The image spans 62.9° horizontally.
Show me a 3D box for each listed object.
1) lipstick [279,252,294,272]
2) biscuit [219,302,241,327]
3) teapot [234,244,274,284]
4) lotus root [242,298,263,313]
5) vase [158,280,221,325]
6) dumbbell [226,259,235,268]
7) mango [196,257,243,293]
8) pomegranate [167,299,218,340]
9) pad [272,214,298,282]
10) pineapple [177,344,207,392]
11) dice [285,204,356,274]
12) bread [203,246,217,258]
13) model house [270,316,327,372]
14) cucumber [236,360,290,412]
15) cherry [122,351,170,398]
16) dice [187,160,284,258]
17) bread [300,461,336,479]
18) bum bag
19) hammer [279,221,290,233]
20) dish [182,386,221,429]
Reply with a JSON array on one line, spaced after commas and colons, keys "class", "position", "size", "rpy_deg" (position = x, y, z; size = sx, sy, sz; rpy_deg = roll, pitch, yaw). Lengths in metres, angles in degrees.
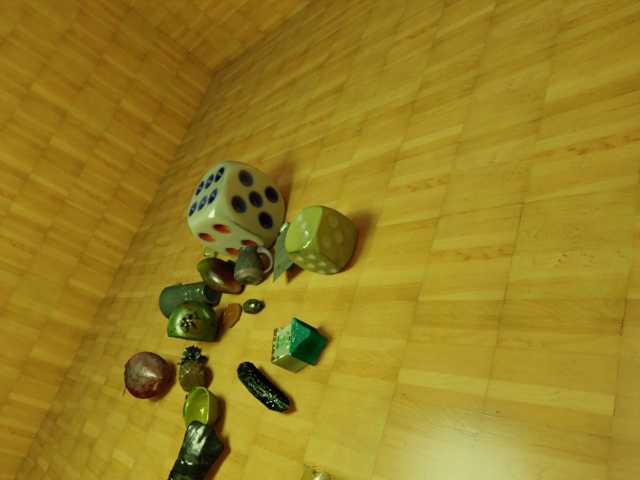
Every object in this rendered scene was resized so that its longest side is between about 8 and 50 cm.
[{"class": "lipstick", "position": [-0.092, 0.035, 1.882], "size": [0.048, 0.048, 0.158], "rpy_deg": [15, 75, 58]}, {"class": "biscuit", "position": [-0.349, 0.291, 2.040], "size": [0.130, 0.019, 0.102], "rpy_deg": [-1, 62, 54]}, {"class": "teapot", "position": [-0.260, 0.082, 1.991], "size": [0.148, 0.116, 0.146], "rpy_deg": [-26, 56, 32]}, {"class": "lotus root", "position": [-0.248, 0.240, 1.917], "size": [0.099, 0.049, 0.054], "rpy_deg": [-13, 51, 42]}, {"class": "vase", "position": [-0.561, 0.260, 2.253], "size": [0.301, 0.156, 0.251], "rpy_deg": [-19, 44, 38]}, {"class": "dumbbell", "position": [-0.409, 0.137, 2.235], "size": [0.118, 0.046, 0.052], "rpy_deg": [-50, 26, 11]}, {"class": "mango", "position": [-0.418, 0.138, 2.128], "size": [0.133, 0.111, 0.267], "rpy_deg": [-28, 39, -34]}, {"class": "pomegranate", "position": [-0.502, 0.305, 2.020], "size": [0.190, 0.241, 0.159], "rpy_deg": [-1, 76, 22]}, {"class": "pad", "position": [-0.122, 0.021, 1.889], "size": [0.159, 0.009, 0.265], "rpy_deg": [-46, 25, 28]}, {"class": "pineapple", "position": [-0.493, 0.482, 1.998], "size": [0.119, 0.111, 0.237], "rpy_deg": [-25, 22, -7]}, {"class": "dice", "position": [0.000, 0.000, 1.669], "size": [0.166, 0.169, 0.169], "rpy_deg": [-14, 52, 50]}, {"class": "bread", "position": [-0.507, 0.032, 2.462], "size": [0.072, 0.053, 0.106], "rpy_deg": [-5, 58, 25]}, {"class": "model house", "position": [-0.062, 0.306, 1.554], "size": [0.149, 0.100, 0.127], "rpy_deg": [-31, 40, 33]}, {"class": "cucumber", "position": [-0.176, 0.453, 1.604], "size": [0.300, 0.072, 0.072], "rpy_deg": [18, 78, 58]}, {"class": "cherry", "position": [-0.709, 0.557, 2.156], "size": [0.250, 0.175, 0.192], "rpy_deg": [-13, 62, 48]}, {"class": "dice", "position": [-0.338, -0.121, 2.118], "size": [0.277, 0.304, 0.304], "rpy_deg": [-22, 46, 43]}, {"class": "bread", "position": [-0.017, 0.622, 1.219], "size": [0.134, 0.085, 0.173], "rpy_deg": [-9, 55, 51]}, {"class": "bum bag", "position": [-0.417, 0.740, 1.642], "size": [0.144, 0.095, 0.340], "rpy_deg": [24, 86, 29]}, {"class": "hammer", "position": [-0.127, -0.035, 2.014], "size": [0.052, 0.031, 0.083], "rpy_deg": [-52, 38, 15]}, {"class": "dish", "position": [-0.396, 0.582, 1.790], "size": [0.208, 0.080, 0.148], "rpy_deg": [21, 84, 57]}]
